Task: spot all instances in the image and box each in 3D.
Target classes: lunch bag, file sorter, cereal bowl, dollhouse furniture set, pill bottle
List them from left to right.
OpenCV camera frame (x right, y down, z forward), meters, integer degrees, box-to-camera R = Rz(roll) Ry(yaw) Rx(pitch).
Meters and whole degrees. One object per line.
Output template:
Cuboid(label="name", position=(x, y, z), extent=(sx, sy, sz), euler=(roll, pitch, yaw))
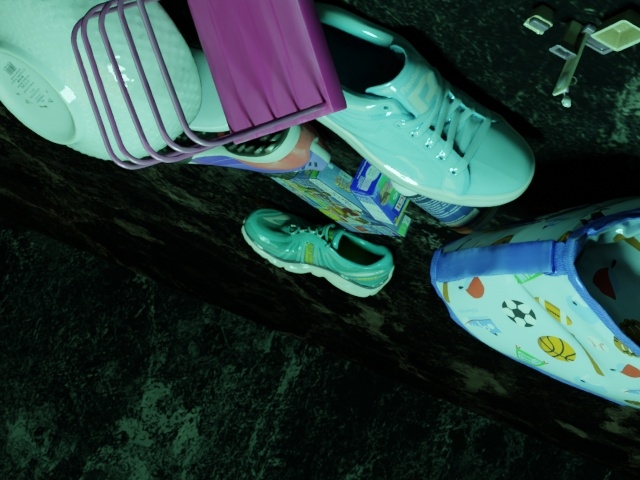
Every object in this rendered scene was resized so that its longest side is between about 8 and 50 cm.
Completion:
Cuboid(label="cereal bowl", position=(-0.321, -0.224, 1.864), extent=(0.339, 0.141, 0.339), euler=(31, 153, 18))
Cuboid(label="file sorter", position=(-0.136, -0.195, 1.594), extent=(0.291, 0.182, 0.202), euler=(-8, 102, 66))
Cuboid(label="pill bottle", position=(0.149, -0.086, 1.906), extent=(0.169, 0.094, 0.094), euler=(32, 165, -32))
Cuboid(label="dollhouse furniture set", position=(0.247, -0.179, 1.397), extent=(0.091, 0.081, 0.114), euler=(27, 166, -14))
Cuboid(label="lunch bag", position=(0.371, 0.070, 1.829), extent=(0.386, 0.238, 0.328), euler=(19, 168, -23))

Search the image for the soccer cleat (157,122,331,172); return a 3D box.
Cuboid(label="soccer cleat", position=(-0.124, -0.143, 2.148), extent=(0.318, 0.108, 0.116), euler=(7, 162, 45))

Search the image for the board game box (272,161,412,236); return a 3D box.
Cuboid(label="board game box", position=(0.029, -0.068, 2.314), extent=(0.201, 0.035, 0.136), euler=(33, 164, -36))

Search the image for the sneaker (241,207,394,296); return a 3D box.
Cuboid(label="sneaker", position=(0.000, 0.000, 2.561), extent=(0.275, 0.107, 0.110), euler=(20, 148, -2))

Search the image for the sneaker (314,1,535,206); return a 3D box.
Cuboid(label="sneaker", position=(0.096, -0.149, 1.667), extent=(0.366, 0.135, 0.150), euler=(26, 170, -12))

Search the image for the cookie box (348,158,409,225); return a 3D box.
Cuboid(label="cookie box", position=(0.092, -0.083, 2.027), extent=(0.040, 0.091, 0.107), euler=(21, 168, 28))

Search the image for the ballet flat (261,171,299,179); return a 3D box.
Cuboid(label="ballet flat", position=(-0.069, -0.120, 2.222), extent=(0.049, 0.057, 0.173), euler=(8, 176, -24))

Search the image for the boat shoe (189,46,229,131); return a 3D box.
Cuboid(label="boat shoe", position=(-0.212, -0.207, 2.039), extent=(0.301, 0.108, 0.102), euler=(16, 169, 28))
